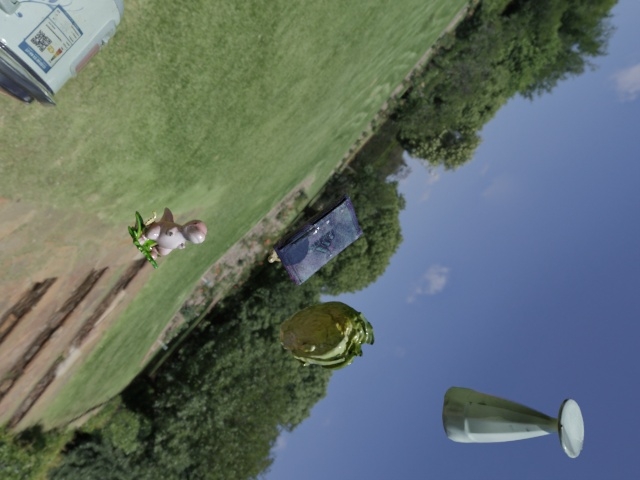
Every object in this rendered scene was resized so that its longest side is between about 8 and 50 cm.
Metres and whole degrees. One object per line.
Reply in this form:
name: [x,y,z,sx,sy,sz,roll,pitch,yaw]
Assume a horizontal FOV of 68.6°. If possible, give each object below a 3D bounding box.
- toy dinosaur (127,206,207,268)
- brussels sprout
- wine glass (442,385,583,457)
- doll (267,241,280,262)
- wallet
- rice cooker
toy dinosaur: [-0.403,-0.032,1.245,0.177,0.152,0.194,-32,-148,-8]
brussels sprout: [0.008,0.190,0.943,0.181,0.100,0.139,-12,-131,31]
wine glass: [0.237,0.224,0.589,0.155,0.073,0.073,-13,-151,45]
doll: [-0.108,0.025,1.139,0.061,0.051,0.093,-53,155,-2]
wallet: [-0.001,-0.001,0.853,0.166,0.030,0.111,-37,138,-12]
rice cooker: [-0.473,-0.355,0.712,0.317,0.264,0.316,-33,-147,25]
